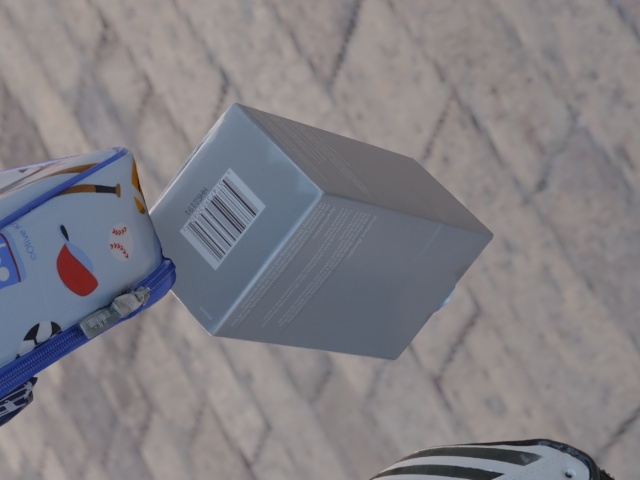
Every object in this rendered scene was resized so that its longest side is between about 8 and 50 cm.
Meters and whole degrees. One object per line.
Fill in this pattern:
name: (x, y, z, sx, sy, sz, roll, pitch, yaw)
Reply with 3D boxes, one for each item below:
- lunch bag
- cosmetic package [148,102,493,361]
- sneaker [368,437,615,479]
lunch bag: (-0.238, 0.034, 1.155, 0.303, 0.243, 0.115, -6, 108, 41)
cosmetic package: (0.000, 0.000, 1.320, 0.107, 0.238, 0.127, 45, 105, 26)
sneaker: (0.184, 0.270, 1.365, 0.447, 0.257, 0.169, 28, 145, 33)
